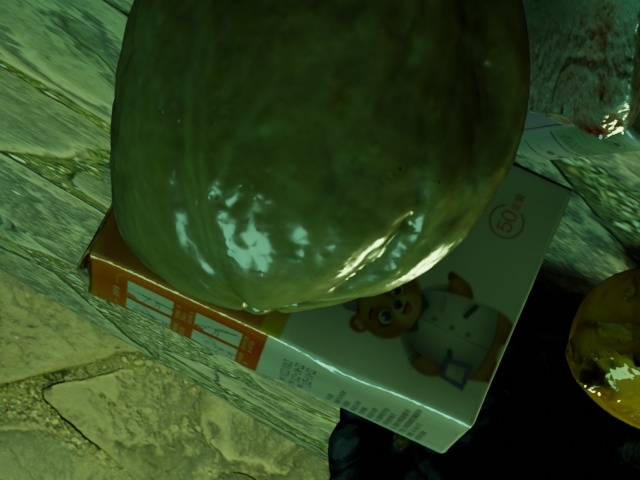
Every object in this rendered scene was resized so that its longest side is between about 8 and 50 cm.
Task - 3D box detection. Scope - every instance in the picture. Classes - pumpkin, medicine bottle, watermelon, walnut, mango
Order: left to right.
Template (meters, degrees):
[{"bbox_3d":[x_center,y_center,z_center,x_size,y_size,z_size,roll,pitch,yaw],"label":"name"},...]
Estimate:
[{"bbox_3d":[-0.004,-0.090,1.115,0.283,0.283,0.227,19,-178,27],"label":"walnut"},{"bbox_3d":[0.165,0.221,1.783,0.266,0.363,0.363,25,169,-33],"label":"pumpkin"},{"bbox_3d":[0.167,-0.084,1.275,0.058,0.057,0.199,32,165,-24],"label":"medicine bottle"},{"bbox_3d":[0.158,-0.116,1.131,0.081,0.094,0.180,28,-178,-20],"label":"watermelon"},{"bbox_3d":[0.324,0.111,1.581,0.252,0.126,0.154,24,157,-24],"label":"mango"}]

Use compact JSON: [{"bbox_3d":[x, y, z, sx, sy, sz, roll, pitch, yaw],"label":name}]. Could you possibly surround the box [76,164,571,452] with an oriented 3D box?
[{"bbox_3d":[0.000,0.000,1.537,0.341,0.225,0.143,24,164,2],"label":"box"}]
